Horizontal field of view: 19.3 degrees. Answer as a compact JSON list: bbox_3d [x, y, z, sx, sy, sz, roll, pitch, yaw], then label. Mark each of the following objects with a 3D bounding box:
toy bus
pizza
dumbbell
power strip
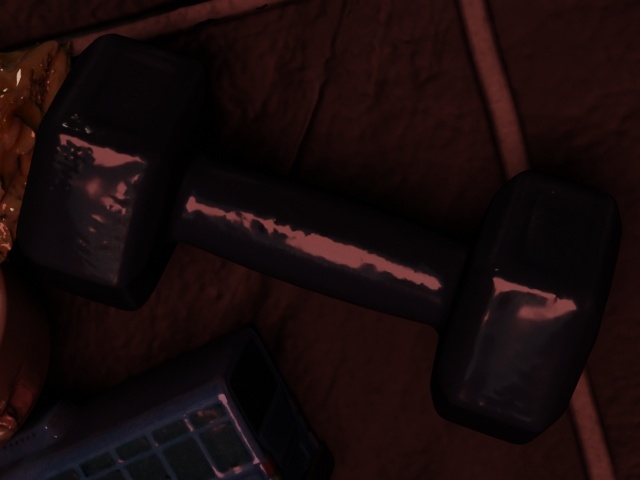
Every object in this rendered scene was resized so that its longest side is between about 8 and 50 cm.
[{"bbox_3d":[-0.123,0.155,1.135,0.234,0.116,0.133,-25,103,15],"label":"toy bus"},{"bbox_3d":[-0.238,-0.033,1.070,0.226,0.069,0.147,-23,58,4],"label":"pizza"},{"bbox_3d":[0.000,0.000,1.050,0.325,0.160,0.144,19,81,4],"label":"dumbbell"},{"bbox_3d":[-0.239,0.063,1.106,0.154,0.078,0.154,-7,65,14],"label":"power strip"}]
